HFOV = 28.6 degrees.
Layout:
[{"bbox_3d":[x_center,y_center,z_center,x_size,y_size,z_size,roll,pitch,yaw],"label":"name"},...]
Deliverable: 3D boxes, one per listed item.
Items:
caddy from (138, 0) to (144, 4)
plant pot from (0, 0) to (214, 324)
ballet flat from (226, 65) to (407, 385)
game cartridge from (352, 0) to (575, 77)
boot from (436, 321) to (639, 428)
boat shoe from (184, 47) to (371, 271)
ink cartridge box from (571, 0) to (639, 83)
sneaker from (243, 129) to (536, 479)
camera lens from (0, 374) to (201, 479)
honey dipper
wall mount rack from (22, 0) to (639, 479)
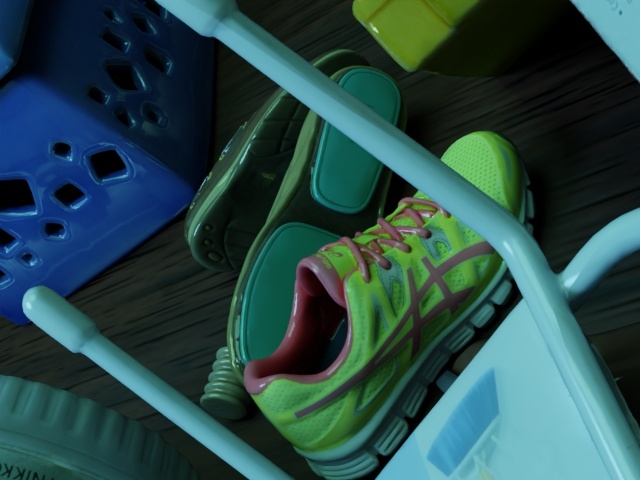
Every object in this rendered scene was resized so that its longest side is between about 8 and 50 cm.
[{"bbox_3d":[-0.288,-0.259,1.211,0.341,0.241,0.179,-34,41,26],"label":"caddy"},{"bbox_3d":[-0.242,-0.110,1.031,0.236,0.212,0.236,-34,36,28],"label":"plant pot"},{"bbox_3d":[0.000,0.000,0.766,0.232,0.080,0.073,-68,7,-27],"label":"ballet flat"},{"bbox_3d":[0.154,-0.188,0.585,0.285,0.052,0.324,-43,-6,15],"label":"game cartridge"},{"bbox_3d":[0.197,-0.015,0.492,0.264,0.096,0.280,2,59,55],"label":"boot"},{"bbox_3d":[-0.035,-0.063,0.860,0.178,0.064,0.060,-52,34,6],"label":"boat shoe"},{"bbox_3d":[0.221,-0.067,0.327,0.309,0.272,0.130,59,138,29],"label":"ink cartridge box"},{"bbox_3d":[0.036,0.021,0.660,0.081,0.094,0.208,13,68,57],"label":"sneaker"},{"bbox_3d":[-0.183,0.230,0.616,0.219,0.219,0.274,-22,43,40],"label":"camera lens"},{"bbox_3d":[-0.039,0.038,0.802,0.030,0.030,0.160,-19,43,42],"label":"honey dipper"},{"bbox_3d":[0.001,0.079,0.465,0.350,0.130,0.304,-58,43,43],"label":"wall mount rack"}]
